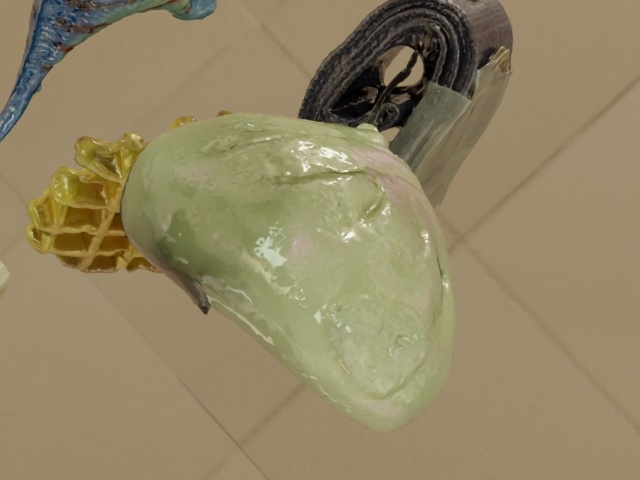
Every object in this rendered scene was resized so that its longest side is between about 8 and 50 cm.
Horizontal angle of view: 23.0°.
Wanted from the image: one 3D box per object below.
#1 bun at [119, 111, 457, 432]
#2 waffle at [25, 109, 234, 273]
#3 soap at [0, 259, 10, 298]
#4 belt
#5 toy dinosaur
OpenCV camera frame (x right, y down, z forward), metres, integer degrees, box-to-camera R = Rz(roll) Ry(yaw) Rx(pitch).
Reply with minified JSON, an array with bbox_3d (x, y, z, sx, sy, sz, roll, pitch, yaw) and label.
[{"bbox_3d":[0.000,0.000,1.175,0.293,0.293,0.187,39,90,7],"label":"bun"},{"bbox_3d":[-0.137,-0.042,1.381,0.229,0.219,0.057,0,61,-28],"label":"waffle"},{"bbox_3d":[-0.361,-0.024,0.965,0.315,0.091,0.199,47,51,1],"label":"soap"},{"bbox_3d":[0.066,-0.114,1.342,0.139,0.126,0.230,39,119,11],"label":"belt"},{"bbox_3d":[-0.100,-0.161,0.859,0.076,0.144,0.329,45,121,12],"label":"toy dinosaur"}]
